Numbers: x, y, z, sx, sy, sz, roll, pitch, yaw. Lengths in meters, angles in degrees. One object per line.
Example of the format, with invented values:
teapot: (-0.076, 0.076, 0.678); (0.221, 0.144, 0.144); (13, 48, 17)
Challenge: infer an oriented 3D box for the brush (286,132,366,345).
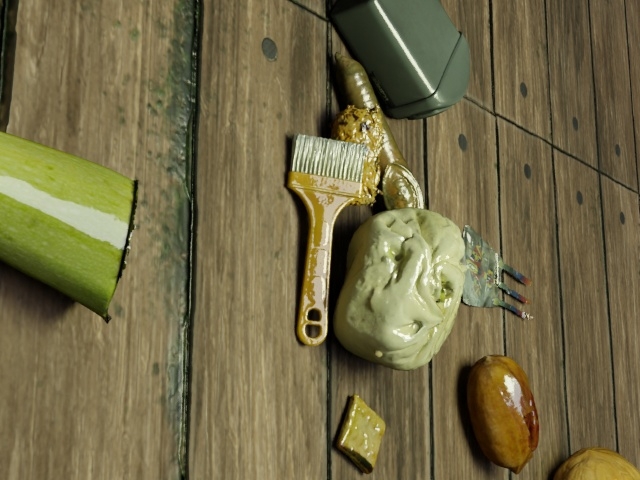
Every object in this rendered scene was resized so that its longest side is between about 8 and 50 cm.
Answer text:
brush: (0.000, 0.000, 1.167); (0.103, 0.013, 0.272); (8, 81, -16)

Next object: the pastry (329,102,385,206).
pastry: (0.046, -0.116, 1.229); (0.080, 0.056, 0.140); (0, 82, -9)

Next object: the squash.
squash: (-0.264, -0.046, 0.780); (0.287, 0.137, 0.137); (36, 56, -40)

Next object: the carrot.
carrot: (0.093, -0.111, 1.302); (0.070, 0.070, 0.342); (-40, 113, -48)

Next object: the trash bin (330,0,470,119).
trash bin: (0.129, -0.298, 1.359); (0.236, 0.101, 0.176); (51, 48, -30)

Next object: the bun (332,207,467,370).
bun: (0.119, 0.064, 1.204); (0.229, 0.145, 0.229); (0, 90, -40)

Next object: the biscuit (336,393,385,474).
biscuit: (0.055, 0.259, 1.210); (0.083, 0.018, 0.081); (49, 48, -36)

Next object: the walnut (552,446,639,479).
walnut: (0.503, 0.482, 1.614); (0.193, 0.193, 0.225); (-31, 103, -50)

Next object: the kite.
kite: (0.307, 0.071, 1.575); (0.245, 0.015, 0.141); (27, 63, -43)

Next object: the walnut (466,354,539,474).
walnut: (0.293, 0.278, 1.441); (0.116, 0.116, 0.207); (-25, 102, -51)
